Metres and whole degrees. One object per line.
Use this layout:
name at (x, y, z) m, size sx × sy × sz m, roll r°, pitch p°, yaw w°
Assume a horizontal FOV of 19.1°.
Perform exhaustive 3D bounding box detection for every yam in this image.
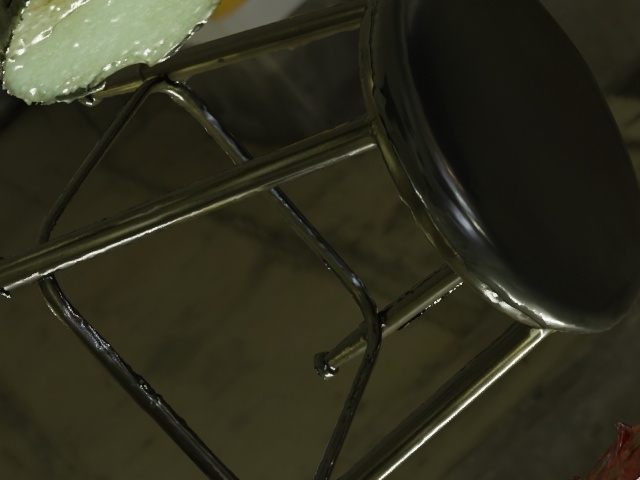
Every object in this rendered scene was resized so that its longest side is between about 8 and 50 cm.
yam at (-0.168, -0.239, 1.022) m, size 0.168 × 0.304 × 0.168 m, roll -29°, pitch 170°, yaw -5°

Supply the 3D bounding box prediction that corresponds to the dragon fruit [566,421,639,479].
dragon fruit at (0.272, 0.226, 1.632) m, size 0.161 × 0.274 × 0.126 m, roll -25°, pitch -134°, yaw 10°

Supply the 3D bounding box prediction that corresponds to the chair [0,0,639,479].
chair at (0.000, 0.000, 1.446) m, size 0.410 × 0.362 × 0.364 m, roll -29°, pitch -160°, yaw 33°
